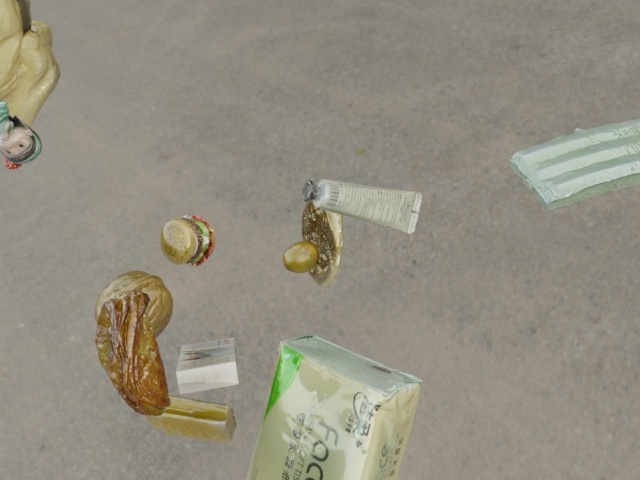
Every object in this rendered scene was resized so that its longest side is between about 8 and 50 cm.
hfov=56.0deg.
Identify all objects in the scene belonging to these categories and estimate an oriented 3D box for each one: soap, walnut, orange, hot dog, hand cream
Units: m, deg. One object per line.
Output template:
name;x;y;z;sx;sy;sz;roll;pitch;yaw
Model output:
soap;-0.360;0.499;1.684;0.232;0.140;0.073;6;48;8
walnut;-0.541;0.196;1.757;0.228;0.228;0.228;-11;43;10
orange;-0.052;0.045;1.552;0.095;0.085;0.085;-29;43;-5
hot dog;-0.383;0.235;1.207;0.114;0.258;0.175;-13;8;-31
hand cream;0.079;-0.069;1.077;0.234;0.080;0.050;10;5;-26

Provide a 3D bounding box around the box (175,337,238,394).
box;-0.293;0.324;1.579;0.150;0.067;0.233;-6;7;-9

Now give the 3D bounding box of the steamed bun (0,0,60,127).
steamed bun;-0.712;-0.386;1.206;0.325;0.372;0.230;-35;57;-12

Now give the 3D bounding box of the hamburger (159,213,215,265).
hamburger;-0.425;0.000;1.890;0.175;0.175;0.137;10;9;29

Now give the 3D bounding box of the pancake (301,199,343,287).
pancake;0.001;0.000;1.690;0.049;0.282;0.282;-5;37;-22

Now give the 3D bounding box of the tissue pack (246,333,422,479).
tissue pack;0.018;0.465;1.394;0.332;0.205;0.404;17;97;37

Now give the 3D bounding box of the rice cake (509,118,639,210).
rice cake;0.435;-0.126;0.960;0.237;0.043;0.127;-16;52;-6

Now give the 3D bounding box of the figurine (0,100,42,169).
figurine;-0.404;-0.140;0.764;0.060;0.106;0.047;-26;41;2
